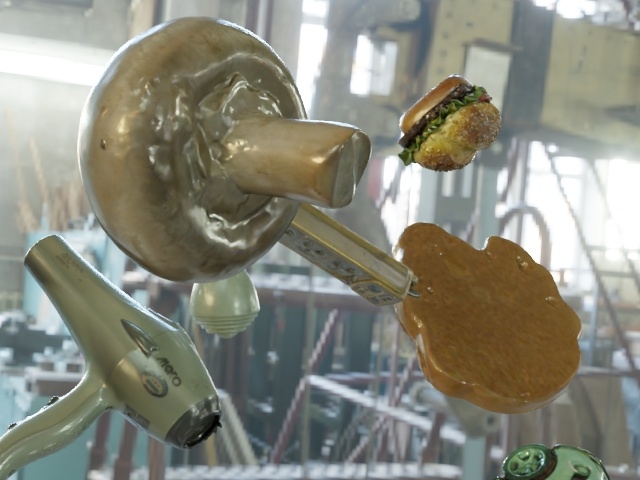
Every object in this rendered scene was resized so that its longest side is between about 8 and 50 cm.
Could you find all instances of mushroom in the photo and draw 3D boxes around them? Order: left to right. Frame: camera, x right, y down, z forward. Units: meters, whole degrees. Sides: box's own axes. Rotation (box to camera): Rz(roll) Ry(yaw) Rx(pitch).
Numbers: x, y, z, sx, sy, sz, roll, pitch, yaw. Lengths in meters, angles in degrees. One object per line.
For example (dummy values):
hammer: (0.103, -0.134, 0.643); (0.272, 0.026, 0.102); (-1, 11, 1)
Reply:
mushroom: (-0.066, -0.065, 0.840); (0.215, 0.207, 0.207); (9, 2, 33)

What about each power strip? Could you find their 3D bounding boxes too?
power strip: (0.000, 0.000, 1.269); (0.305, 0.044, 0.064); (32, -28, -27)

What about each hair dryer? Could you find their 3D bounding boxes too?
hair dryer: (-0.217, 0.096, 0.915); (0.225, 0.219, 0.088); (-15, -31, -18)

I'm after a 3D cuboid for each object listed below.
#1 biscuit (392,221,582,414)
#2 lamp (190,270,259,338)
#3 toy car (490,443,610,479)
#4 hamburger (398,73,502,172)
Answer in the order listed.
biscuit: (0.257, 0.115, 1.725); (0.312, 0.351, 0.057); (-4, -38, -30)
lamp: (-0.148, 0.054, 1.694); (0.106, 0.193, 0.106); (-1, 4, 0)
toy car: (0.159, 0.320, 1.064); (0.306, 0.136, 0.125); (-27, 23, 0)
hamburger: (0.167, -0.138, 1.409); (0.137, 0.087, 0.166); (-41, -14, 18)
